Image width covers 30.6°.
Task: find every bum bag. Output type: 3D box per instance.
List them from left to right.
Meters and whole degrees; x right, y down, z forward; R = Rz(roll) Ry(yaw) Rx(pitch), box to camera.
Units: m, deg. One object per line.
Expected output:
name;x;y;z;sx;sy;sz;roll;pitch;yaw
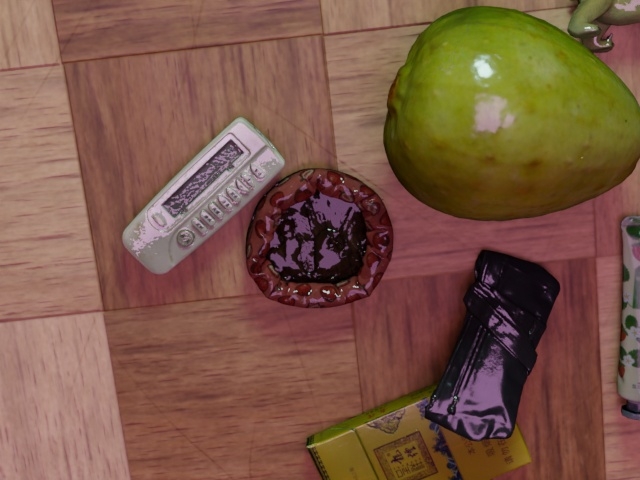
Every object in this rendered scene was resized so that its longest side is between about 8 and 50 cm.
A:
bum bag;0.228;0.140;1.542;0.123;0.060;0.248;22;87;-2

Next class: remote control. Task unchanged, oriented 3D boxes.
remote control;-0.154;-0.056;1.509;0.230;0.049;0.090;-42;102;10

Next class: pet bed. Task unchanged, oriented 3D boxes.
pet bed;0.000;0.000;1.528;0.201;0.053;0.201;-2;105;-7

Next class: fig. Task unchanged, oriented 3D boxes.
fig;0.235;-0.138;1.397;0.326;0.258;0.258;12;105;-20

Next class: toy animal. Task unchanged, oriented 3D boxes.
toy animal;0.407;-0.298;1.445;0.218;0.103;0.101;-6;82;4

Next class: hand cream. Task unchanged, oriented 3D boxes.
hand cream;0.437;0.104;1.567;0.095;0.059;0.276;1;101;-4

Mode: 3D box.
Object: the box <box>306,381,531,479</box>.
box;0.136;0.289;1.618;0.279;0.041;0.153;-24;105;4
